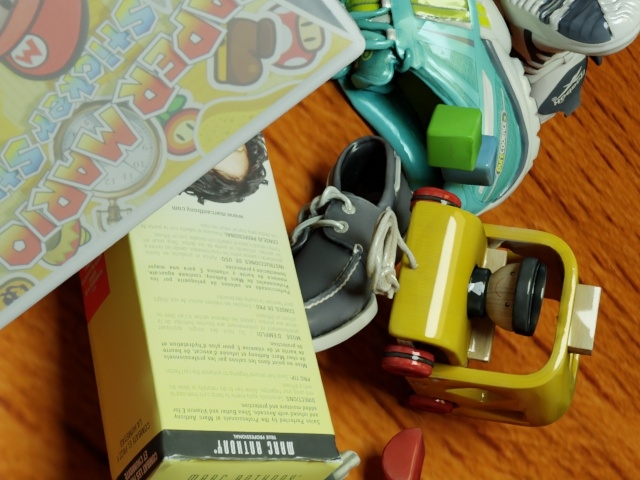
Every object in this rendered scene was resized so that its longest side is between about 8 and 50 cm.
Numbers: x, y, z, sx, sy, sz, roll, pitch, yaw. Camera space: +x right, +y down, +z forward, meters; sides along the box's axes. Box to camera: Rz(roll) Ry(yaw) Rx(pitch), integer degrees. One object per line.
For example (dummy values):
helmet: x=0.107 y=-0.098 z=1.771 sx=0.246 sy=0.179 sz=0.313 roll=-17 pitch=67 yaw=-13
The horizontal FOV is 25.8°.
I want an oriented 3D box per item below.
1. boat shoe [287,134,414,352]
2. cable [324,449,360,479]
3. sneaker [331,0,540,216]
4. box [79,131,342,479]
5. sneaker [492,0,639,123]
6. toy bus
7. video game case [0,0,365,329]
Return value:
boat shoe: x=0.000 y=0.000 z=0.739 sx=0.206 sy=0.075 sz=0.065 roll=-46 pitch=129 yaw=-60
cable: x=-0.071 y=0.164 z=0.609 sx=0.287 sy=0.072 sz=0.139 roll=-28 pitch=104 yaw=-42
sneaker: x=0.049 y=-0.141 z=0.868 sx=0.110 sy=0.107 sz=0.275 roll=-35 pitch=101 yaw=-44
box: x=-0.062 y=0.004 z=0.627 sx=0.087 sy=0.058 sz=0.232 roll=5 pitch=56 yaw=-33
sneaker: x=0.167 y=-0.138 z=0.964 sx=0.094 sy=0.235 sz=0.153 roll=-37 pitch=122 yaw=-9
toy bus: x=0.098 y=0.040 z=0.766 sx=0.202 sy=0.104 sz=0.191 roll=-60 pitch=153 yaw=-57
video game case: x=-0.133 y=-0.078 z=0.500 sx=0.206 sy=0.227 sz=0.026 roll=48 pitch=12 yaw=-26
